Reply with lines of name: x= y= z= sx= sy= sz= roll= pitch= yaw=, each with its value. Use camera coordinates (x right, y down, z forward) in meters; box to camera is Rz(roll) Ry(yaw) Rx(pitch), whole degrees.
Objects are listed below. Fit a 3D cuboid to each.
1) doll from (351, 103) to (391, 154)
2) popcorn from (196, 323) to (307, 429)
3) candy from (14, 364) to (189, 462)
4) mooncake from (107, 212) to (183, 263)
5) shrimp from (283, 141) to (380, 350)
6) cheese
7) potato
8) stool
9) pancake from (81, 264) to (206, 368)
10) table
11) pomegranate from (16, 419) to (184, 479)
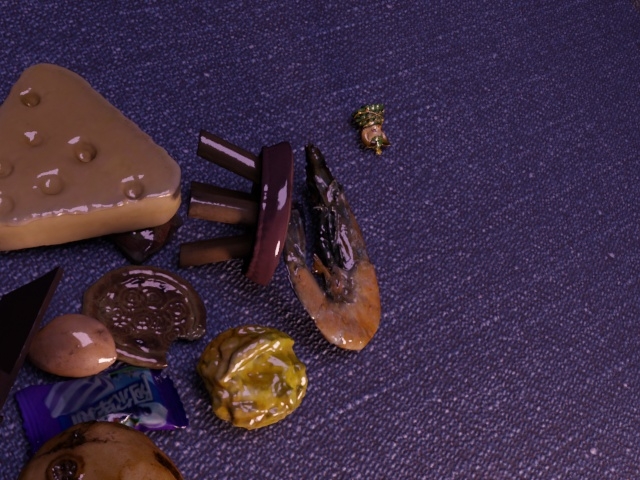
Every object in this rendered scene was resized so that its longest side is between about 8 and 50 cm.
doll: x=0.107 y=-0.247 z=2.233 sx=0.078 sy=0.077 sz=0.113 roll=-10 pitch=100 yaw=-42
popcorn: x=-0.124 y=0.235 z=1.743 sx=0.198 sy=0.156 sz=0.197 roll=10 pitch=74 yaw=-36
candy: x=-0.359 y=0.277 z=1.639 sx=0.275 sy=0.070 sz=0.145 roll=-11 pitch=58 yaw=-31
mooncake: x=-0.332 y=-0.033 z=1.840 sx=0.125 sy=0.073 sz=0.130 roll=39 pitch=54 yaw=-3
shrimp: x=0.000 y=0.000 z=1.945 sx=0.272 sy=0.085 sz=0.444 roll=18 pitch=55 yaw=-50
cheese: x=-0.474 y=-0.112 z=1.753 sx=0.384 sy=0.104 sz=0.383 roll=5 pitch=54 yaw=-7
potato: x=-0.407 y=0.172 z=1.634 sx=0.147 sy=0.112 sz=0.112 roll=-7 pitch=59 yaw=9
stool: x=-0.155 y=-0.062 z=1.848 sx=0.179 sy=0.272 sz=0.272 roll=10 pitch=56 yaw=-8
pancake: x=-0.310 y=0.130 z=1.767 sx=0.212 sy=0.029 sz=0.235 roll=36 pitch=43 yaw=5
table: x=-0.572 y=0.112 z=1.496 sx=0.251 sy=0.196 sz=0.282 roll=39 pitch=46 yaw=-28
pomegranate: x=-0.318 y=0.392 z=1.467 sx=0.261 sy=0.260 sz=0.260 roll=14 pitch=56 yaw=-21
